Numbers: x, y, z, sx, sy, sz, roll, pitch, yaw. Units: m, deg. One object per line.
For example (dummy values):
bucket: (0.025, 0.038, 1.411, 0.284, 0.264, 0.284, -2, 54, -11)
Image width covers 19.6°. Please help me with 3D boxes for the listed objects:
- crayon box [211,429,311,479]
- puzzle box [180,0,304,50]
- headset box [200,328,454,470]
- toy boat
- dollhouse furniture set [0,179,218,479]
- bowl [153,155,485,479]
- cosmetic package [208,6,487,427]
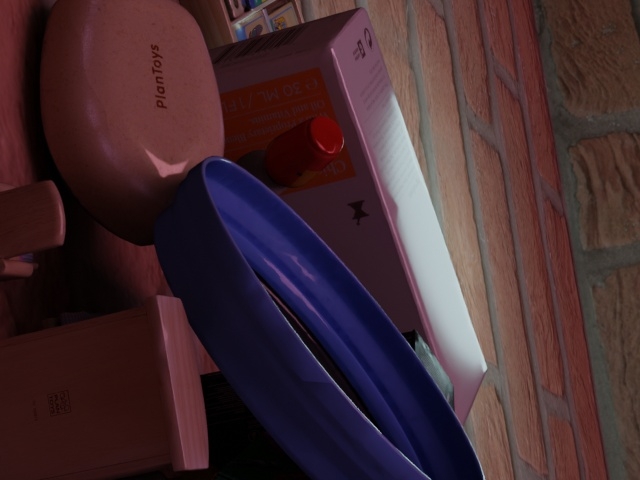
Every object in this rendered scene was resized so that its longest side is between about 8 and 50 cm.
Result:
crayon box: (-0.076, 0.313, 1.620, 0.278, 0.081, 0.165, -69, 168, 15)
puzzle box: (-0.057, -0.176, 2.261, 0.272, 0.052, 0.409, -50, 124, -67)
headset box: (0.005, 0.260, 1.849, 0.131, 0.246, 0.283, 54, 28, -48)
toy boat: (-0.137, -0.099, 1.804, 0.318, 0.148, 0.267, 15, 59, -34)
dollhouse furniture set: (-0.158, 0.095, 1.585, 0.303, 0.198, 0.286, 14, 65, -69)
bowl: (-0.003, 0.098, 1.632, 0.391, 0.077, 0.391, 49, 10, -11)
cosmetic package: (0.000, 0.000, 2.040, 0.161, 0.230, 0.453, -56, 129, -64)
